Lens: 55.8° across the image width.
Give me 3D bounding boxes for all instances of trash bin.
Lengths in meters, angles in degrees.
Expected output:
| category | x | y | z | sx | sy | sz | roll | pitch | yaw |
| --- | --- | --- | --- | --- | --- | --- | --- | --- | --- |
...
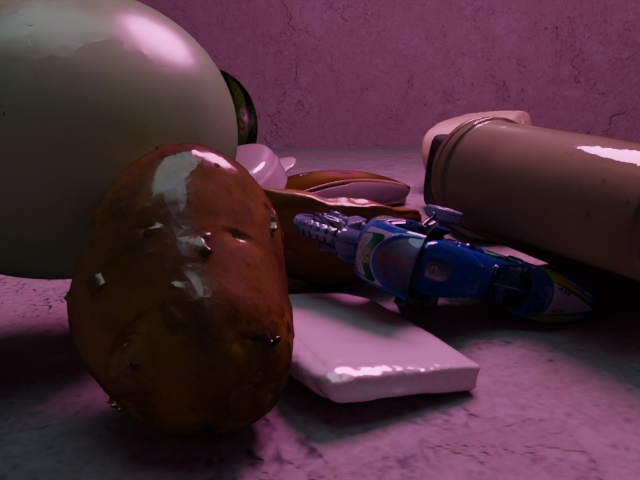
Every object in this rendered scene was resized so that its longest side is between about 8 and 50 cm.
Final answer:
| category | x | y | z | sx | sy | sz | roll | pitch | yaw |
| --- | --- | --- | --- | --- | --- | --- | --- | --- | --- |
| trash bin | 0.264 | -0.023 | 0.558 | 0.244 | 0.121 | 0.247 | 19 | 7 | -27 |

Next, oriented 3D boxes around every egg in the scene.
| category | x | y | z | sx | sy | sz | roll | pitch | yaw |
| --- | --- | --- | --- | --- | --- | --- | --- | --- | --- |
| egg | -0.195 | -0.079 | 0.465 | 0.270 | 0.220 | 0.220 | -14 | 18 | -31 |

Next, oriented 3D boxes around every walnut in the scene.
| category | x | y | z | sx | sy | sz | roll | pitch | yaw |
| --- | --- | --- | --- | --- | --- | --- | --- | --- | --- |
| walnut | -0.002 | 0.002 | 0.628 | 0.212 | 0.086 | 0.167 | 8 | -3 | -16 |

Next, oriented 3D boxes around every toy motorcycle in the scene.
| category | x | y | z | sx | sy | sz | roll | pitch | yaw |
| --- | --- | --- | --- | --- | --- | --- | --- | --- | --- |
| toy motorcycle | 0.104 | 0.021 | 0.508 | 0.255 | 0.092 | 0.135 | 14 | 8 | -16 |

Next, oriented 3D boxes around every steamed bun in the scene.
| category | x | y | z | sx | sy | sz | roll | pitch | yaw |
| --- | --- | --- | --- | --- | --- | --- | --- | --- | --- |
| steamed bun | 0.332 | -0.183 | 1.268 | 0.200 | 0.154 | 0.250 | 4 | 20 | 36 |

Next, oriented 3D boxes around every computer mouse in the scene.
| category | x | y | z | sx | sy | sz | roll | pitch | yaw |
| --- | --- | --- | --- | --- | --- | --- | --- | --- | --- |
| computer mouse | 0.013 | -0.091 | 1.095 | 0.311 | 0.071 | 0.158 | -9 | 13 | -26 |

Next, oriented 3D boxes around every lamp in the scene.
| category | x | y | z | sx | sy | sz | roll | pitch | yaw |
| --- | --- | --- | --- | --- | --- | --- | --- | --- | --- |
| lamp | -0.136 | -0.044 | 0.812 | 0.180 | 0.107 | 0.246 | -14 | 24 | 29 |

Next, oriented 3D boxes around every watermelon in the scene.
| category | x | y | z | sx | sy | sz | roll | pitch | yaw |
| --- | --- | --- | --- | --- | --- | --- | --- | --- | --- |
| watermelon | -0.284 | -0.251 | 1.368 | 0.286 | 0.284 | 0.285 | -2 | 13 | 0 |

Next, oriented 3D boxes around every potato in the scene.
| category | x | y | z | sx | sy | sz | roll | pitch | yaw |
| --- | --- | --- | --- | --- | --- | --- | --- | --- | --- |
| potato | -0.080 | 0.031 | 0.369 | 0.137 | 0.175 | 0.137 | -4 | -31 | -2 |

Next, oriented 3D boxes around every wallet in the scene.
| category | x | y | z | sx | sy | sz | roll | pitch | yaw |
| --- | --- | --- | --- | --- | --- | --- | --- | --- | --- |
| wallet | 0.018 | 0.074 | 0.450 | 0.124 | 0.031 | 0.183 | -1 | 10 | -24 |

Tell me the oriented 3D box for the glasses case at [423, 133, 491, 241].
| category | x | y | z | sx | sy | sz | roll | pitch | yaw |
| --- | --- | --- | --- | --- | --- | --- | --- | --- | --- |
| glasses case | 0.223 | -0.091 | 0.928 | 0.074 | 0.131 | 0.323 | 7 | 13 | -3 |
